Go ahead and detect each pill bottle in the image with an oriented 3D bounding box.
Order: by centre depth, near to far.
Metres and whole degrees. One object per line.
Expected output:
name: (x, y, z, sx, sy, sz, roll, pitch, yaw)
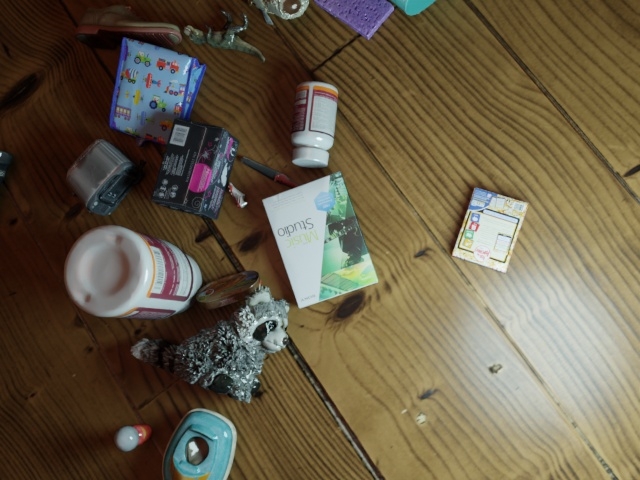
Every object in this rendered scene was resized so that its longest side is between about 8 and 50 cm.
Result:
pill bottle: (-0.471, 0.096, 1.721, 0.224, 0.392, 0.224, -2, 81, 11)
pill bottle: (-0.019, -0.321, 1.828, 0.121, 0.121, 0.221, 5, 83, 12)

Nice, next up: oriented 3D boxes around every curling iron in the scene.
curling iron: (-0.119, -0.165, 1.870, 0.274, 0.035, 0.068, 35, 90, 14)

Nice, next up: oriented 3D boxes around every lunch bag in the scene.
lunch bag: (-0.495, -0.419, 1.934, 0.221, 0.138, 0.293, 17, 95, 2)

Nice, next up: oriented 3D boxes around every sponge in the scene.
sponge: (0.097, -0.688, 1.902, 0.210, 0.031, 0.117, 39, 90, 14)

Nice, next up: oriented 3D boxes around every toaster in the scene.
toaster: (-0.638, -0.196, 1.933, 0.146, 0.129, 0.227, 42, 93, 16)

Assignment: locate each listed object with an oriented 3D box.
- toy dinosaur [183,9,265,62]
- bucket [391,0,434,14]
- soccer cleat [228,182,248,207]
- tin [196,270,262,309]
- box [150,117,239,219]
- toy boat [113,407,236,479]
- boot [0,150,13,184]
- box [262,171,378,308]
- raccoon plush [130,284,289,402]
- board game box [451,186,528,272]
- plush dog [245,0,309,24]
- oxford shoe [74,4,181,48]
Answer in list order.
toy dinosaur: (-0.271, -0.621, 1.955, 0.268, 0.064, 0.118, 19, 93, 11)
bucket: (0.257, -0.766, 1.767, 0.281, 0.281, 0.183, -44, 80, 3)
soccer cleat: (-0.239, -0.133, 1.895, 0.036, 0.029, 0.083, -26, 81, -2)
tin: (-0.254, 0.140, 1.822, 0.190, 0.106, 0.040, -17, 114, 9)
box: (-0.357, -0.201, 1.870, 0.163, 0.142, 0.247, 14, 84, 14)
toy boat: (-0.395, 0.573, 1.765, 0.318, 0.148, 0.267, 15, 86, 13)
boot: (-1.189, -0.106, 2.035, 0.367, 0.146, 0.445, 17, 90, 15)
box: (0.000, 0.000, 1.793, 0.232, 0.058, 0.322, -20, 88, 8)
raccoon plush: (-0.295, 0.240, 1.774, 0.447, 0.216, 0.299, 17, 78, 13)
board game box: (0.448, -0.027, 1.731, 0.147, 0.045, 0.193, 19, 86, 13)
plush dog: (-0.116, -0.784, 1.906, 0.225, 0.210, 0.262, -46, 104, -12)
oxford shoe: (-0.583, -0.664, 1.992, 0.348, 0.123, 0.130, 7, 78, 11)
